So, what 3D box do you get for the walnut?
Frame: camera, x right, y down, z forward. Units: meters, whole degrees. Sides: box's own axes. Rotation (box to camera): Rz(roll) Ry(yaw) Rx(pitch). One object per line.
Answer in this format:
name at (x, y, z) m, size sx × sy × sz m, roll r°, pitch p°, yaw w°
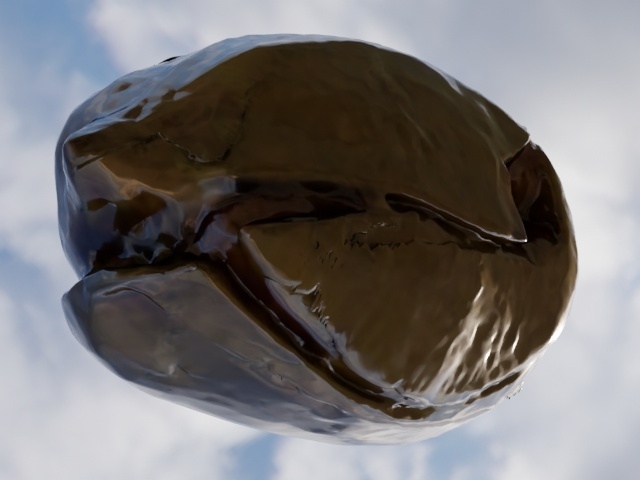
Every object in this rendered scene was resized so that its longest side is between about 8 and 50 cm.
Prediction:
walnut at (0.000, 0.000, 0.642) m, size 0.245 × 0.137 × 0.137 m, roll 13°, pitch -130°, yaw -47°
